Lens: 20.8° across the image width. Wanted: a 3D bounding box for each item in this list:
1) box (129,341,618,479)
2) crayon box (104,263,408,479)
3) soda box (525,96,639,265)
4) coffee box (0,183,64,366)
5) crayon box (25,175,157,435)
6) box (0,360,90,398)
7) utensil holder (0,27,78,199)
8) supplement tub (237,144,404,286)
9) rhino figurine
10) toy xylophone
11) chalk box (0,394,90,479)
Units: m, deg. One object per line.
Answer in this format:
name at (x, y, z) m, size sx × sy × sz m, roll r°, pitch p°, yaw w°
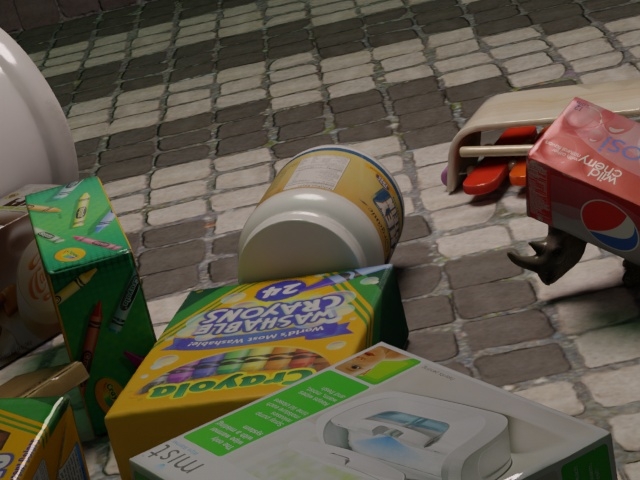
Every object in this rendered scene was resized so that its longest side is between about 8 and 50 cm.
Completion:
box at (0.036, 0.194, 1.187) m, size 0.231 × 0.127 × 0.262 m, roll -21°, pitch 22°, yaw -28°
crayon box at (-0.051, 0.126, 1.496) m, size 0.203 × 0.083 × 0.323 m, roll -8°, pitch 20°, yaw 15°
soda box at (0.311, -0.027, 1.520) m, size 0.263 × 0.083 × 0.092 m, roll 26°, pitch 59°, yaw 28°
coffee box at (-0.351, 0.050, 1.820) m, size 0.098 × 0.141 × 0.246 m, roll 4°, pitch 25°, yaw 41°
crayon box at (-0.217, 0.055, 1.677) m, size 0.081 × 0.165 × 0.278 m, roll -16°, pitch 20°, yaw -9°
box at (-0.317, 0.171, 1.540) m, size 0.201 × 0.021 × 0.164 m, roll -34°, pitch 9°, yaw -30°
utensil holder at (-0.517, -0.052, 1.929) m, size 0.327 × 0.328 × 0.385 m, roll 3°, pitch 28°, yaw 39°
supplement tub at (0.000, 0.000, 1.722) m, size 0.144 × 0.144 × 0.200 m, roll -8°, pitch 20°, yaw 15°
rhino figurine at (0.291, -0.018, 1.636) m, size 0.243 × 0.106 × 0.073 m, roll -14°, pitch 19°, yaw -3°
toy xylophone at (0.278, -0.110, 1.942) m, size 0.322 × 0.081 × 0.236 m, roll -1°, pitch 22°, yaw 31°
chalk box at (-0.310, 0.227, 1.178) m, size 0.289 × 0.180 × 0.179 m, roll -2°, pitch 28°, yaw 14°
